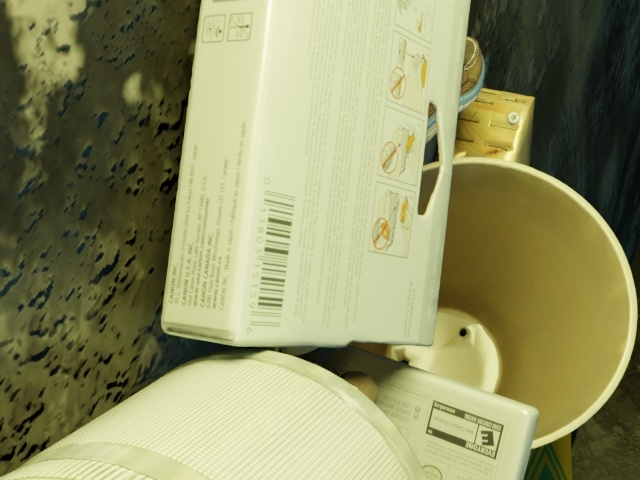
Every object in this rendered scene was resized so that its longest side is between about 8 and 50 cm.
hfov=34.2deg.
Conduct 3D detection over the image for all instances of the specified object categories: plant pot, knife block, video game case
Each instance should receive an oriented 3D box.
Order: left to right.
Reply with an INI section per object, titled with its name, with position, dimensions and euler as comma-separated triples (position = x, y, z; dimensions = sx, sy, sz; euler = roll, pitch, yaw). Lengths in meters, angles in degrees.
[video game case]
position = 0.039, 0.194, 0.801
dimensions = 0.026, 0.227, 0.206
euler = 7, 97, -57
[plant pot]
position = 0.134, 0.090, 0.992
dimensions = 0.274, 0.257, 0.256
euler = 92, 19, -72
[knife block]
position = 0.189, -0.018, 1.219
dimensions = 0.242, 0.088, 0.275
euler = 23, 82, -69

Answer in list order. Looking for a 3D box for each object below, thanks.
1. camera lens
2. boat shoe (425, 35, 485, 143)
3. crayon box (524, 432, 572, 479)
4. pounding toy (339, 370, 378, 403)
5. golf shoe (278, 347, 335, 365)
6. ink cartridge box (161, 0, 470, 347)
[camera lens]
position = -0.072, 0.193, 0.537
dimensions = 0.274, 0.219, 0.219
euler = -28, 129, -61
[boat shoe]
position = 0.106, -0.152, 0.960
dimensions = 0.183, 0.066, 0.066
euler = -53, 148, -43
[crayon box]
position = 0.212, 0.294, 1.235
dimensions = 0.202, 0.081, 0.318
euler = 139, -42, -61
[pounding toy]
position = -0.010, 0.197, 0.742
dimensions = 0.094, 0.181, 0.206
euler = -7, 110, -66
[golf shoe]
position = 0.000, 0.000, 0.814
dimensions = 0.094, 0.077, 0.198
euler = 43, 61, -46
[ink cartridge box]
position = 0.010, -0.068, 0.684
dimensions = 0.239, 0.060, 0.275
euler = 11, 85, -57
